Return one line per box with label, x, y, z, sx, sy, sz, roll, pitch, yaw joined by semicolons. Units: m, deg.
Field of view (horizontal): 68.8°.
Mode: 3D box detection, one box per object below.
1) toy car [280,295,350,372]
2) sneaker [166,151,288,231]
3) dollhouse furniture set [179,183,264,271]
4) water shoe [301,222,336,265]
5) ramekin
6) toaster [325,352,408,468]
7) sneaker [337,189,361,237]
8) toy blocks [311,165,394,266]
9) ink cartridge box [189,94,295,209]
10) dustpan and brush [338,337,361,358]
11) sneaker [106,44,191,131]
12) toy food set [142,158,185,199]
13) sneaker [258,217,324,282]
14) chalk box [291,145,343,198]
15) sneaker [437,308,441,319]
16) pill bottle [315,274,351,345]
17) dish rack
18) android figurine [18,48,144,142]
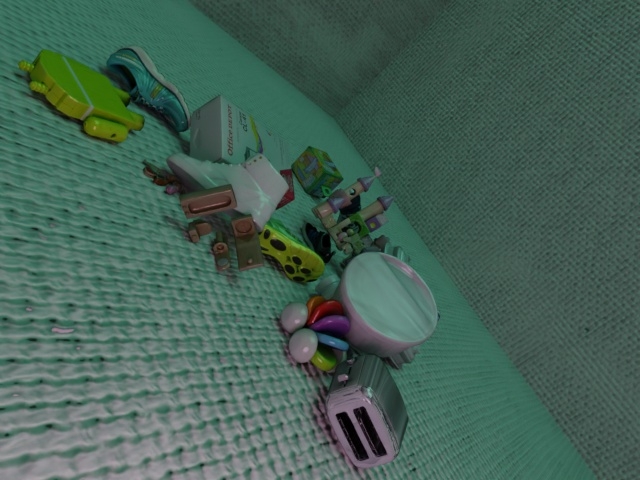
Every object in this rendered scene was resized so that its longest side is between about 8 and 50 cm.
toy car;0.007;0.207;1.081;0.159;0.136;0.182;33;24;-40
sneaker;-0.224;-0.166;1.173;0.292;0.169;0.108;34;-19;0
dollhouse furniture set;-0.215;-0.020;1.025;0.123;0.143;0.151;-109;-172;-47
water shoe;0.000;0.000;1.562;0.073;0.080;0.203;32;25;-41
ramekin;0.154;0.171;1.196;0.272;0.127;0.273;17;45;-18
toaster;0.100;0.364;0.979;0.227;0.129;0.146;66;22;-6
sneaker;0.129;-0.068;1.801;0.282;0.099;0.153;91;-22;-58
toy blocks;0.152;-0.066;1.567;0.289;0.260;0.309;59;-3;-3
ink cartridge box;-0.223;-0.242;1.374;0.306;0.131;0.226;28;48;-51
dustpan and brush;0.107;0.335;1.170;0.211;0.060;0.147;44;-5;-17
sneaker;-0.481;-0.411;1.314;0.275;0.107;0.110;48;47;-15
toy food set;-0.371;-0.145;1.113;0.122;0.019;0.078;37;22;-30
sneaker;-0.098;0.007;1.283;0.295;0.109;0.124;39;25;-25
chalk box;-0.004;-0.273;1.991;0.132;0.132;0.213;9;43;-53
sneaker;0.288;0.232;1.715;0.315;0.127;0.182;40;23;-3
pill bottle;0.063;0.190;1.293;0.184;0.103;0.103;57;20;22
dish rack;0.255;0.199;1.446;0.286;0.072;0.333;56;36;-44
android figurine;-0.533;-0.330;1.058;0.248;0.056;0.272;54;19;15
